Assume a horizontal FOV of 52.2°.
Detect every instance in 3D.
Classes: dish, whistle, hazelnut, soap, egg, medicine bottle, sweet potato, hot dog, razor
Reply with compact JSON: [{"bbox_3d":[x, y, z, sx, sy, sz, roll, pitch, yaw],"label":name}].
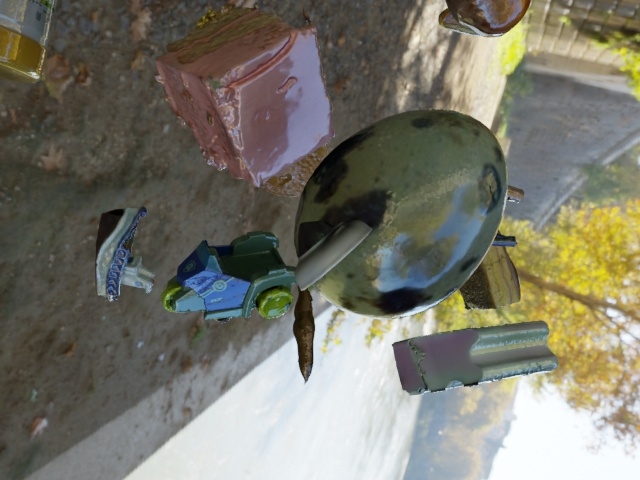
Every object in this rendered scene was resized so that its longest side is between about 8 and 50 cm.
[{"bbox_3d":[0.000,0.000,0.972,0.141,0.078,0.141,-40,-178,2],"label":"dish"},{"bbox_3d":[0.423,-0.145,1.696,0.107,0.220,0.057,-125,-130,-80],"label":"whistle"},{"bbox_3d":[0.340,-0.503,1.311,0.182,0.182,0.182,17,90,-77],"label":"hazelnut"},{"bbox_3d":[0.418,0.324,1.815,0.447,0.261,0.156,0,74,-39],"label":"soap"},{"bbox_3d":[0.150,-0.050,1.200,0.428,0.345,0.345,-40,173,14],"label":"egg"},{"bbox_3d":[-0.603,-0.428,1.174,0.238,0.238,0.231,12,91,-77],"label":"medicine bottle"},{"bbox_3d":[-0.043,0.242,1.729,0.067,0.067,0.273,74,13,-66],"label":"sweet potato"},{"bbox_3d":[0.409,-0.586,1.758,0.066,0.216,0.047,113,-32,-43],"label":"hot dog"},{"bbox_3d":[0.440,-0.099,1.720,0.056,0.093,0.324,92,0,-48],"label":"razor"}]

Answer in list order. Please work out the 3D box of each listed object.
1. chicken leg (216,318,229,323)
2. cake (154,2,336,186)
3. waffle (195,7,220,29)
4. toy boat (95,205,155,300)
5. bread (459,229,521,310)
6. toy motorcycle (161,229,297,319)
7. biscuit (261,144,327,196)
[{"bbox_3d":[-0.293,0.161,1.992,0.253,0.106,0.051,-89,156,-52],"label":"chicken leg"},{"bbox_3d":[-0.166,-0.320,1.457,0.293,0.307,0.314,-39,134,-21],"label":"cake"},{"bbox_3d":[-0.324,-0.640,2.020,0.197,0.070,0.193,-47,172,-5],"label":"waffle"},{"bbox_3d":[-0.398,0.034,1.352,0.114,0.115,0.261,-93,-165,-52],"label":"toy boat"},{"bbox_3d":[0.444,0.071,1.800,0.184,0.111,0.234,150,-78,-72],"label":"bread"},{"bbox_3d":[-0.228,0.083,1.628,0.327,0.191,0.199,-7,132,-28],"label":"toy motorcycle"},{"bbox_3d":[-0.116,-0.281,1.738,0.354,0.275,0.052,58,7,-25],"label":"biscuit"}]
